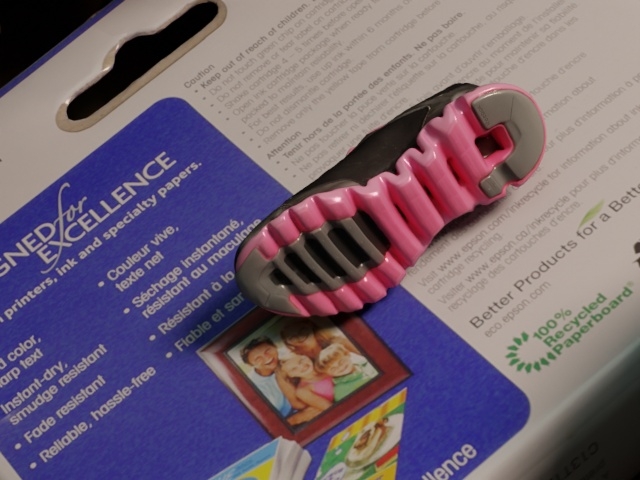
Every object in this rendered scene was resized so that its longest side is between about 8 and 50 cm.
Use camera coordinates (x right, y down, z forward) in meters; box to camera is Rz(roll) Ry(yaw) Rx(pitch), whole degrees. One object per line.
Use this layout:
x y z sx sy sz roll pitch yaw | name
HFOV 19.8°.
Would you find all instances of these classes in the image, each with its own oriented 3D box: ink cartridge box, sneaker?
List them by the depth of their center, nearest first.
0.020 -0.017 0.640 0.119 0.047 0.057 -32 26 -5 | sneaker
0.000 0.000 0.700 0.304 0.072 0.307 -39 47 -10 | ink cartridge box
